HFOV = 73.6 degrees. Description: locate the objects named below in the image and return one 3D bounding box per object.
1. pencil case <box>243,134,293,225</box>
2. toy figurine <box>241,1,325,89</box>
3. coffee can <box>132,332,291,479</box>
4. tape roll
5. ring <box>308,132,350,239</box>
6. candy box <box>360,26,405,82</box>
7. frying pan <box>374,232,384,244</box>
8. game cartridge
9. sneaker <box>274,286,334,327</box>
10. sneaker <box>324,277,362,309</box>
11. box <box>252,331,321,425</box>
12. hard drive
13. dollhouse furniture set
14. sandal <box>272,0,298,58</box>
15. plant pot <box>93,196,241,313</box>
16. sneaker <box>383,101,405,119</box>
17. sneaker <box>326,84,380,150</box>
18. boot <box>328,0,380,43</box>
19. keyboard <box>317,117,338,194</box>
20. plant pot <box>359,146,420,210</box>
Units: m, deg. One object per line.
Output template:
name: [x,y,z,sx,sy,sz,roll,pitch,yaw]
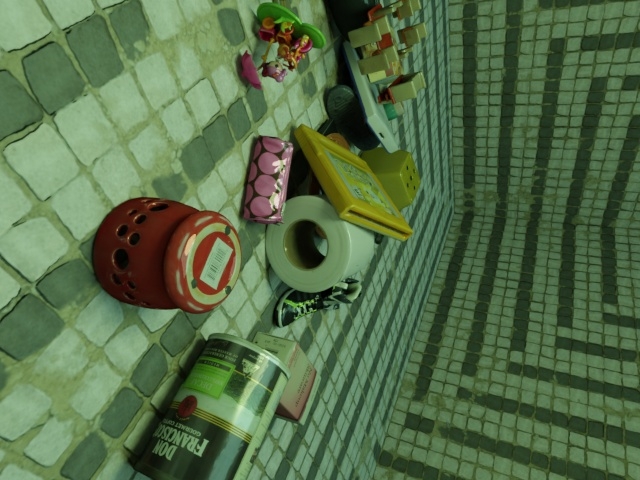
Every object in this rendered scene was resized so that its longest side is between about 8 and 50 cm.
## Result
pencil case: [-0.118,-0.142,1.014,0.095,0.098,0.210,10,87,-64]
toy figurine: [-0.099,-0.403,0.941,0.159,0.173,0.130,-64,168,-9]
coffee can: [-0.203,0.356,0.854,0.275,0.201,0.202,-64,149,-34]
tape roll: [0.000,0.000,1.127,0.169,0.246,0.246,-15,110,-62]
ring: [0.051,-0.168,1.359,0.336,0.032,0.337,6,90,-65]
candy box: [0.213,-0.639,1.465,0.316,0.087,0.183,-46,120,-64]
frying pan: [0.209,-0.141,1.737,0.197,0.053,0.326,-39,121,-57]
game cartridge: [0.090,-0.155,1.150,0.285,0.052,0.324,17,39,-46]
sneaker: [-0.039,0.174,1.247,0.234,0.097,0.084,-40,131,-45]
sneaker: [0.076,0.182,1.433,0.094,0.153,0.235,-66,149,-27]
box: [-0.106,0.371,1.141,0.149,0.126,0.232,-66,149,-31]
hard drive: [0.157,-0.459,1.373,0.210,0.040,0.319,33,38,-56]
dollhouse furniture set: [0.193,-0.528,1.216,0.262,0.135,0.259,-50,127,-36]
sandal: [-0.073,-0.535,1.054,0.072,0.049,0.180,-54,142,-46]
plant pot: [-0.244,0.025,0.719,0.191,0.174,0.191,-20,113,-60]
sneaker: [0.263,-0.541,1.701,0.108,0.121,0.302,61,20,-19]
sneaker: [0.101,-0.426,1.415,0.319,0.112,0.131,40,37,-58]
boot: [0.011,-0.644,1.054,0.367,0.146,0.445,69,28,-24]
keyboard: [0.033,-0.210,1.382,0.202,0.033,0.317,-61,146,-39]
plant pot: [0.254,-0.223,1.605,0.212,0.187,0.212,61,43,-32]
